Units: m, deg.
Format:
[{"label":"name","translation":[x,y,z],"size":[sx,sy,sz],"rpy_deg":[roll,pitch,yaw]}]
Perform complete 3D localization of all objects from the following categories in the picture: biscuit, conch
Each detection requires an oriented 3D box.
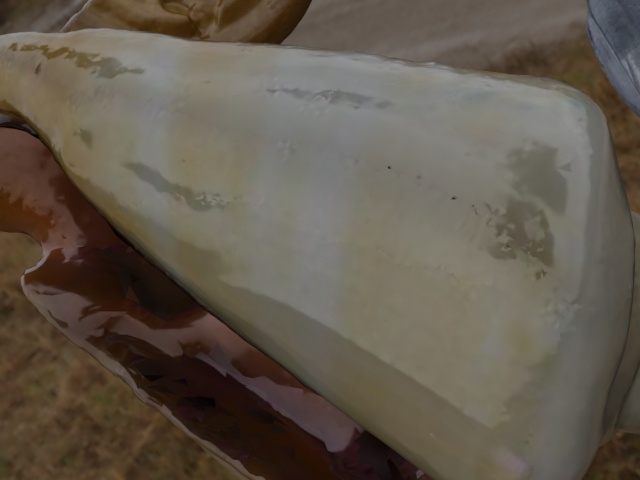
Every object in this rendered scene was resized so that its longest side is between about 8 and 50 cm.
[{"label":"biscuit","translation":[-0.071,-0.192,0.932],"size":[0.224,0.144,0.033],"rpy_deg":[-58,9,-6]},{"label":"conch","translation":[0.008,-0.005,0.442],"size":[0.127,0.255,0.158],"rpy_deg":[-39,-25,-44]}]

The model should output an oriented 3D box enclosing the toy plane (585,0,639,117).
[{"label":"toy plane","translation":[0.184,-0.050,0.617],"size":[0.088,0.212,0.267],"rpy_deg":[-27,57,23]}]
